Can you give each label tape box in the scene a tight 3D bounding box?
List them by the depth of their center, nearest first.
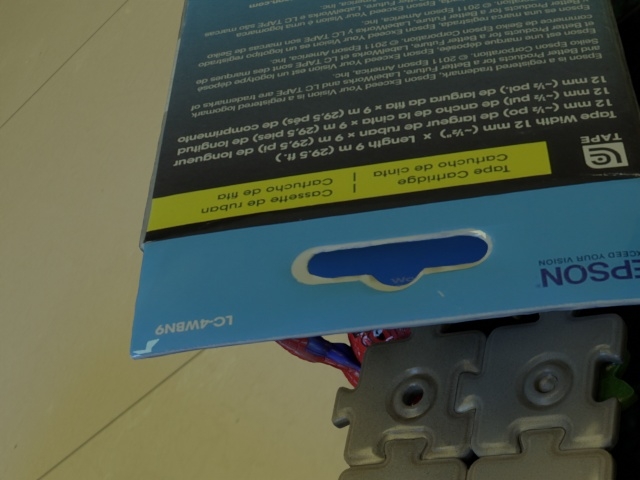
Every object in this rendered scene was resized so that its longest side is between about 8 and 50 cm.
[{"bbox_3d":[0.045,-0.042,0.756,0.249,0.115,0.348,-8,42,8],"label":"label tape box"}]

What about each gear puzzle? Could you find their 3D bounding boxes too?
[{"bbox_3d":[0.084,0.117,0.734,0.175,0.044,0.339,-10,51,31],"label":"gear puzzle"}]

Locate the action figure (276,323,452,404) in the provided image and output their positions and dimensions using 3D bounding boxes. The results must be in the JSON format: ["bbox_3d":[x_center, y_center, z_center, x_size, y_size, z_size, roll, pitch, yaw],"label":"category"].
[{"bbox_3d":[0.000,0.000,0.899,0.091,0.139,0.280,-47,33,17],"label":"action figure"}]
